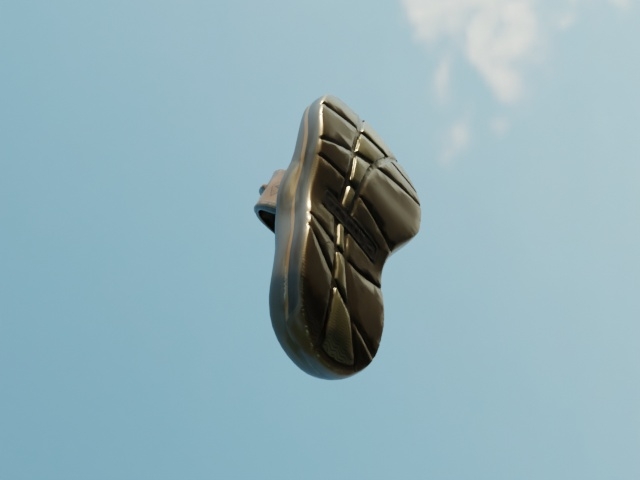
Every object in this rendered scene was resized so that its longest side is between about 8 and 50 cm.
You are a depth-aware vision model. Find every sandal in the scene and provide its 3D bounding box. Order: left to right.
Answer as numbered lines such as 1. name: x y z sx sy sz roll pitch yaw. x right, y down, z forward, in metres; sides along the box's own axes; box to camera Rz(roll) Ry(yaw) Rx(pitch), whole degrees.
1. sandal: 0.000 0.000 0.996 0.090 0.060 0.219 50 -152 -24
